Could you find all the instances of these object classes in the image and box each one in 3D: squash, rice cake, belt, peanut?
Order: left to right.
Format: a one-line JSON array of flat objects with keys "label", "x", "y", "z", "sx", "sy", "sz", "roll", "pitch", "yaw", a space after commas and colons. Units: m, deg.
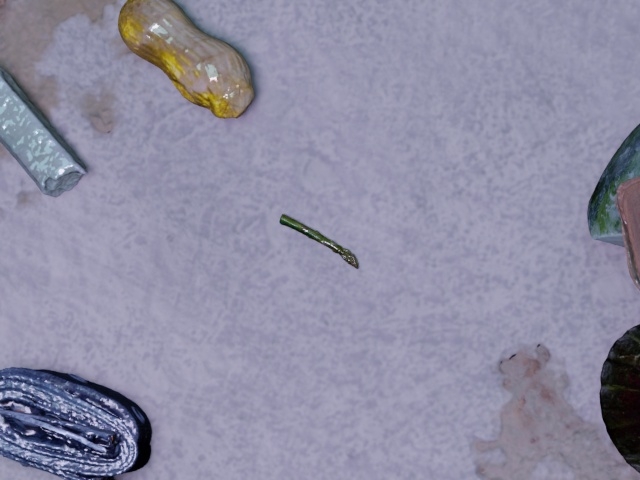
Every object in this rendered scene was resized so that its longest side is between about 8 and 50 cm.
[{"label": "rice cake", "x": -0.371, "y": -0.139, "z": 1.931, "sx": 0.063, "sy": 0.069, "sz": 0.206, "roll": -40, "pitch": 82, "yaw": 0}, {"label": "belt", "x": -0.311, "y": 0.220, "z": 1.846, "sx": 0.218, "sy": 0.128, "sz": 0.122, "roll": 18, "pitch": 85, "yaw": 9}, {"label": "peanut", "x": -0.163, "y": -0.230, "z": 1.901, "sx": 0.206, "sy": 0.087, "sz": 0.087, "roll": 41, "pitch": 90, "yaw": 12}, {"label": "squash", "x": 0.405, "y": 0.180, "z": 1.740, "sx": 0.193, "sy": 0.156, "sz": 0.193, "roll": -1, "pitch": 106, "yaw": -2}]

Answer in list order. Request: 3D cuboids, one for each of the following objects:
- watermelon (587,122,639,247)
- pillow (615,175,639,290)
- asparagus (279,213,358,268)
[{"label": "watermelon", "x": 0.469, "y": -0.048, "z": 1.724, "sx": 0.320, "sy": 0.289, "sz": 0.214, "roll": -34, "pitch": 120, "yaw": 5}, {"label": "pillow", "x": 0.411, "y": -0.030, "z": 1.605, "sx": 0.211, "sy": 0.034, "sz": 0.135, "roll": -20, "pitch": 63, "yaw": 28}, {"label": "asparagus", "x": 0.000, "y": 0.000, "z": 1.887, "sx": 0.114, "sy": 0.014, "sz": 0.015, "roll": 30, "pitch": 122, "yaw": 11}]
